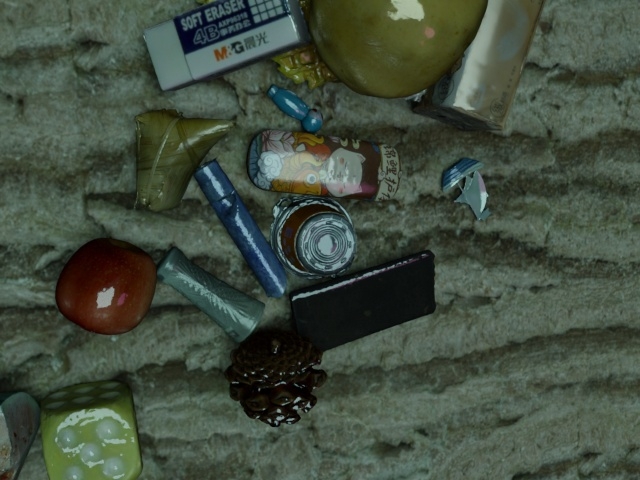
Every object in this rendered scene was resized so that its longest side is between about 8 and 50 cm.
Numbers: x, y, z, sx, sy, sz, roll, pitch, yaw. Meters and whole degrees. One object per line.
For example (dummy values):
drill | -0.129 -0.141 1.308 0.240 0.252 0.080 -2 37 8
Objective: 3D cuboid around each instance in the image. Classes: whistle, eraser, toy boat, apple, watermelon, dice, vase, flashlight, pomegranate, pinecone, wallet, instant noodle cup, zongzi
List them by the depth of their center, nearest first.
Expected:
pomegranate | 0.136 -0.408 1.358 0.332 0.332 0.332 -2 98 -15
watermelon | -0.631 0.393 1.427 0.175 0.188 0.322 21 99 -11
eraser | -0.171 -0.377 1.441 0.287 0.086 0.130 -15 100 16
apple | -0.393 0.086 1.448 0.181 0.181 0.168 23 93 -17
zongzi | -0.253 -0.146 1.469 0.197 0.099 0.194 7 99 17
dice | -0.430 0.370 1.483 0.169 0.166 0.169 -9 100 -15
vase | -0.223 0.102 1.547 0.219 0.096 0.096 37 87 -14
pinecone | -0.085 0.279 1.556 0.207 0.208 0.208 -2 98 -15
whistle | -0.152 -0.022 1.564 0.062 0.062 0.304 -33 104 -9
flashlight | -0.051 -0.263 1.567 0.129 0.051 0.051 33 88 -13
instant noodle cup | 0.000 0.000 1.574 0.208 0.125 0.177 31 88 -17
wallet | 0.093 0.129 1.644 0.321 0.044 0.170 -18 123 -13
toy boat | 0.331 -0.117 1.698 0.149 0.034 0.105 34 90 -16

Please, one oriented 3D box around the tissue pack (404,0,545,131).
tissue pack | 0.279 -0.392 1.555 0.238 0.238 0.305 16 93 -17

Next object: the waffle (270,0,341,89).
waffle | 0.028 -0.413 1.535 0.280 0.060 0.262 30 98 -32

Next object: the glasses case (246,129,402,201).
glasses case | 0.011 -0.149 1.580 0.321 0.082 0.122 5 90 -16

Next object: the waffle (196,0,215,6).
waffle | -0.132 -0.516 1.505 0.250 0.056 0.261 -17 107 -13
